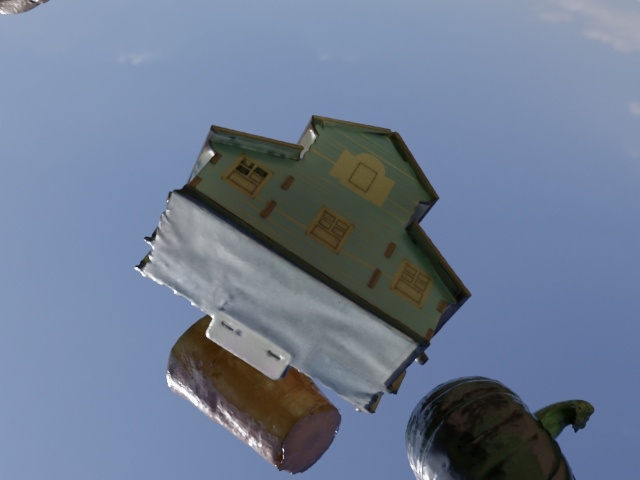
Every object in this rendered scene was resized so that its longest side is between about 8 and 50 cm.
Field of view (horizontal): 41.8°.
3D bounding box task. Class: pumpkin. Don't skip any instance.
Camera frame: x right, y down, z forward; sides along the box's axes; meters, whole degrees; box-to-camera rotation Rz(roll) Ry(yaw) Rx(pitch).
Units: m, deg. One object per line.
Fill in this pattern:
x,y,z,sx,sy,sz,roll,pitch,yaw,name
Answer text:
0.241,0.277,1.067,0.248,0.248,0.248,13,-154,-6,pumpkin

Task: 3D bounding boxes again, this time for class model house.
0.000,0.000,0.759,0.271,0.178,0.206,30,-133,1,model house

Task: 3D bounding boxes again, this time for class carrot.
-0.110,0.254,1.379,0.196,0.196,0.254,-12,-139,-44,carrot

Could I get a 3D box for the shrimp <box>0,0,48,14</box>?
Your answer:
-0.370,-0.346,0.847,0.262,0.198,0.051,52,-148,-19,shrimp
